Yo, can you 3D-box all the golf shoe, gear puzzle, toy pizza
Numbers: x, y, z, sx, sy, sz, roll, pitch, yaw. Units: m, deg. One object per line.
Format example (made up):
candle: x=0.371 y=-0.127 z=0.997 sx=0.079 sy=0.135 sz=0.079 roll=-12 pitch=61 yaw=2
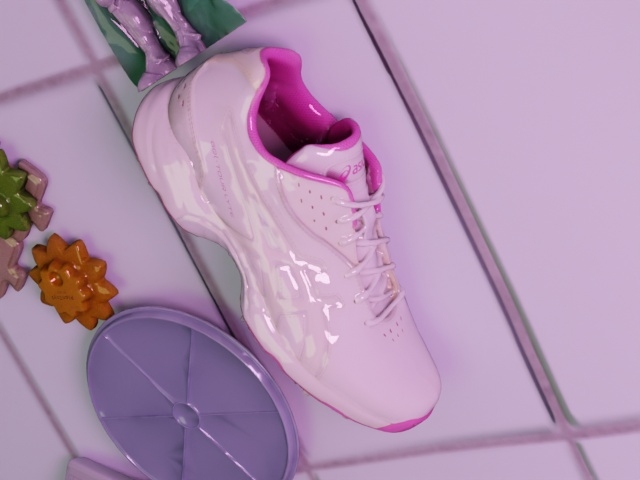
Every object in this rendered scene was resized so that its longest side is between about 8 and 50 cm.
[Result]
golf shoe: x=0.000 y=0.000 z=1.192 sx=0.140 sy=0.115 sz=0.306 roll=-30 pitch=102 yaw=39
gear puzzle: x=-0.311 y=-0.028 z=1.415 sx=0.339 sy=0.044 sz=0.175 roll=36 pitch=133 yaw=7
toy pizza: x=-0.102 y=0.134 z=1.400 sx=0.201 sy=0.032 sz=0.201 roll=16 pitch=128 yaw=22

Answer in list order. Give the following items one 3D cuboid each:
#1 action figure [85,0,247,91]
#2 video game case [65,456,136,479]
action figure: x=-0.161 y=-0.217 z=1.183 sx=0.137 sy=0.063 sz=0.232 roll=-27 pitch=100 yaw=45
video game case: x=-0.149 y=0.318 z=1.474 sx=0.227 sy=0.026 sz=0.206 roll=17 pitch=101 yaw=37
